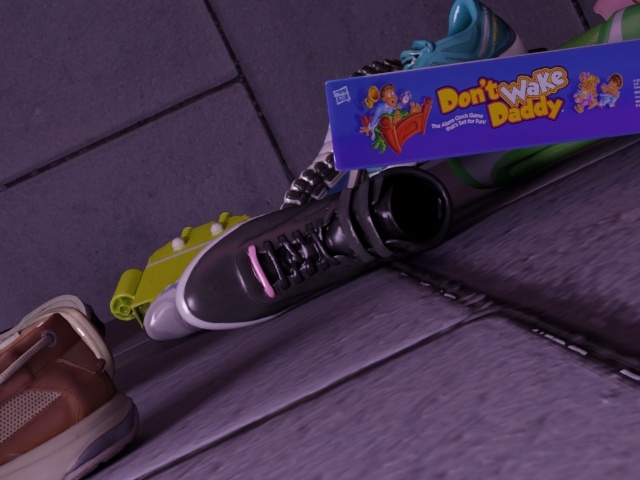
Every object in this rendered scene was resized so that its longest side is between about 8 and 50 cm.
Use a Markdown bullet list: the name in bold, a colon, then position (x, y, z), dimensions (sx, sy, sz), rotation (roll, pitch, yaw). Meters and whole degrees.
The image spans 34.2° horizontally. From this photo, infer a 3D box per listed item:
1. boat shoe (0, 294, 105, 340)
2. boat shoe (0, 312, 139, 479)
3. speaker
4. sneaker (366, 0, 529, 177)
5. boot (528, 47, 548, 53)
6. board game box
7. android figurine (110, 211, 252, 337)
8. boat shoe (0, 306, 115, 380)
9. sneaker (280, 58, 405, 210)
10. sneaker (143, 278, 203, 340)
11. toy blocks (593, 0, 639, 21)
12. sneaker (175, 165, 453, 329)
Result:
- **boat shoe**: position (-0.509, 0.204, 1.736), dimensions (0.340, 0.127, 0.113), rotation (-33, -27, 7)
- **boat shoe**: position (-0.267, 0.144, 0.631), dimensions (0.324, 0.116, 0.123), rotation (-28, 4, -41)
- **speaker**: position (0.281, -0.160, 1.207), dimensions (0.296, 0.131, 0.131), rotation (-27, 1, 45)
- **sneaker**: position (0.125, -0.170, 1.177), dimensions (0.275, 0.110, 0.107), rotation (-52, 18, -28)
- **boot**: position (0.290, -0.214, 1.672), dimensions (0.244, 0.176, 0.088), rotation (-28, 6, -22)
- **board game box**: position (0.185, -0.124, 0.962), dimensions (0.347, 0.078, 0.233), rotation (-7, 4, 3)
- **android figurine**: position (-0.168, 0.038, 1.441), dimensions (0.248, 0.056, 0.273), rotation (-20, 25, 12)
- **boat shoe**: position (-0.298, 0.153, 1.022), dimensions (0.285, 0.104, 0.089), rotation (-37, -1, 44)
- **sneaker**: position (0.046, -0.090, 1.294), dimensions (0.330, 0.130, 0.147), rotation (-55, -8, -26)
- **sneaker**: position (-0.135, 0.074, 1.264), dimensions (0.190, 0.071, 0.083), rotation (-25, 9, 9)
- **toy blocks**: position (0.469, -0.292, 1.376), dimensions (0.288, 0.309, 0.260), rotation (0, -48, -45)
- **sneaker**: position (0.000, 0.000, 1.023), dimensions (0.296, 0.104, 0.147), rotation (-22, -3, -20)
